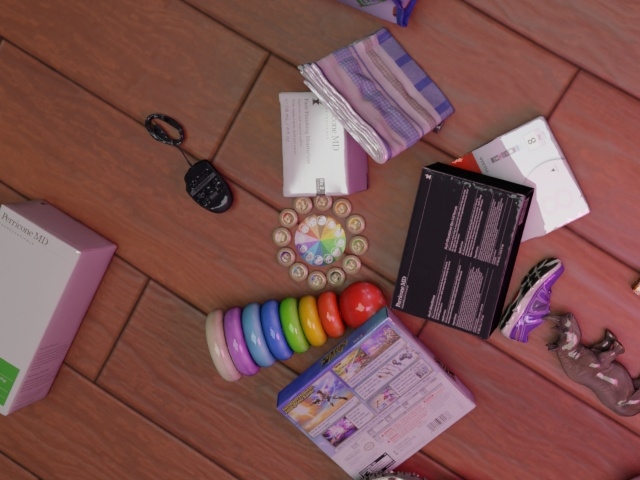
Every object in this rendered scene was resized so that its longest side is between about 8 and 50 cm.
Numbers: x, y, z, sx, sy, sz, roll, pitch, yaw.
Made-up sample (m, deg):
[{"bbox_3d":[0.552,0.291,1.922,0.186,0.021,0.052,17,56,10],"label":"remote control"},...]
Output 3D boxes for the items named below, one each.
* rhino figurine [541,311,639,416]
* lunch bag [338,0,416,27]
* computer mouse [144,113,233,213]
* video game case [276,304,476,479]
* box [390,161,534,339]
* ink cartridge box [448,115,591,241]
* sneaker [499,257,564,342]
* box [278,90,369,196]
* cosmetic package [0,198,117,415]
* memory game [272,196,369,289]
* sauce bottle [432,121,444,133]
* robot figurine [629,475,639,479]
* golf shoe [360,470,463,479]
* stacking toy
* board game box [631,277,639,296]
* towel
[{"bbox_3d":[0.482,0.211,1.722,0.243,0.073,0.106,38,104,2],"label":"rhino figurine"},{"bbox_3d":[0.072,-0.613,1.657,0.327,0.239,0.386,26,85,10],"label":"lunch bag"},{"bbox_3d":[-0.249,-0.148,1.885,0.071,0.041,0.242,-39,80,6],"label":"computer mouse"},{"bbox_3d":[0.099,0.288,1.795,0.269,0.061,0.244,-40,108,14],"label":"video game case"},{"bbox_3d":[0.245,0.015,1.723,0.184,0.103,0.261,17,106,17],"label":"box"},{"bbox_3d":[0.327,-0.084,1.741,0.232,0.066,0.189,-27,90,11],"label":"ink cartridge box"},{"bbox_3d":[0.383,0.106,1.753,0.071,0.068,0.170,27,111,-6],"label":"sneaker"},{"bbox_3d":[0.009,-0.171,1.740,0.119,0.182,0.181,-1,96,14],"label":"box"},{"bbox_3d":[-0.575,0.125,1.930,0.196,0.155,0.366,29,103,11],"label":"cosmetic package"},{"bbox_3d":[0.000,0.000,1.850,0.186,0.012,0.186,2,97,14],"label":"memory game"},{"bbox_3d":[0.159,-0.230,1.771,0.128,0.042,0.042,28,102,7],"label":"sauce bottle"},{"bbox_3d":[0.611,0.524,1.677,0.278,0.173,0.209,45,60,5],"label":"robot figurine"},{"bbox_3d":[0.178,0.488,1.773,0.272,0.120,0.105,6,140,3],"label":"golf shoe"},{"bbox_3d":[-0.037,0.154,1.828,0.330,0.141,0.141,-16,92,8],"label":"stacking toy"},{"bbox_3d":[0.651,0.060,1.683,0.147,0.045,0.193,43,104,6],"label":"board game box"},{"bbox_3d":[0.103,-0.252,1.666,0.209,0.285,0.034,49,130,3],"label":"towel"}]
